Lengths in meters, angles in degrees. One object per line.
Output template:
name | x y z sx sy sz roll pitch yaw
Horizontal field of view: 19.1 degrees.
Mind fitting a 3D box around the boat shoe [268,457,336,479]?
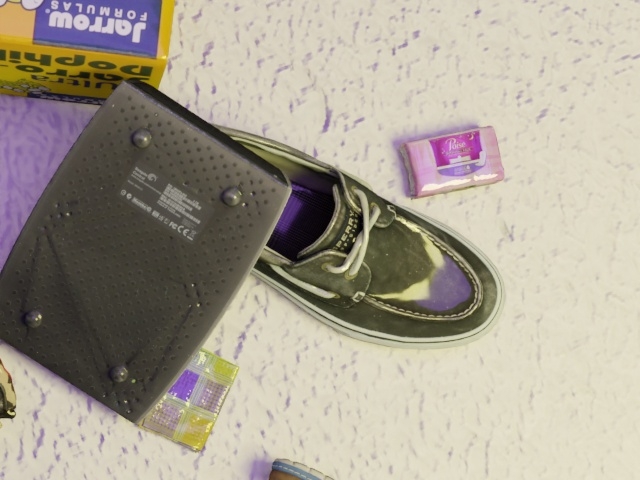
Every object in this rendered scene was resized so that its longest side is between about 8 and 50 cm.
boat shoe | 0.026 0.248 1.555 0.183 0.066 0.066 36 79 -2

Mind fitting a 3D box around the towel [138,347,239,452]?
towel | -0.109 0.130 1.581 0.060 0.009 0.083 27 78 -3

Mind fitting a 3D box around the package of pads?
package of pads | 0.113 -0.067 1.635 0.083 0.032 0.050 -12 85 -11

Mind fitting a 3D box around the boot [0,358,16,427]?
boot | -0.361 0.153 1.393 0.284 0.377 0.138 -24 123 -17

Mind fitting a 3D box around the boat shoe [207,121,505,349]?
boat shoe | 0.000 0.000 1.562 0.335 0.119 0.121 21 79 -5

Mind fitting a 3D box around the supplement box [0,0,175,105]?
supplement box | -0.207 -0.303 1.538 0.194 0.195 0.356 6 81 -8

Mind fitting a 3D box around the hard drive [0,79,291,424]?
hard drive | -0.145 0.007 1.510 0.172 0.054 0.255 33 115 -2
